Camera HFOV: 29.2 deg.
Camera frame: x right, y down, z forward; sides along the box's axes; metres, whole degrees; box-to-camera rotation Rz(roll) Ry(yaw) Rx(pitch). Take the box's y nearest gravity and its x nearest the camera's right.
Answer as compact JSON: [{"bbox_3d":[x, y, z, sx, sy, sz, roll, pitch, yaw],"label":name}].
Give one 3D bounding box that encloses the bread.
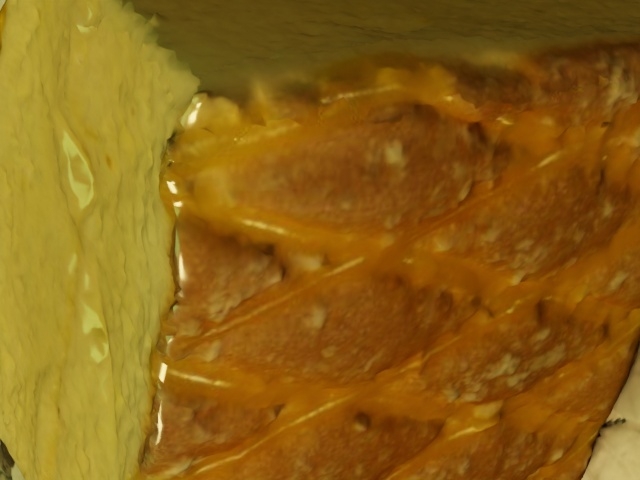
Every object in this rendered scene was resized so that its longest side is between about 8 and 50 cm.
[{"bbox_3d":[0.000,0.000,0.565,0.207,0.279,0.279,48,140,42],"label":"bread"}]
